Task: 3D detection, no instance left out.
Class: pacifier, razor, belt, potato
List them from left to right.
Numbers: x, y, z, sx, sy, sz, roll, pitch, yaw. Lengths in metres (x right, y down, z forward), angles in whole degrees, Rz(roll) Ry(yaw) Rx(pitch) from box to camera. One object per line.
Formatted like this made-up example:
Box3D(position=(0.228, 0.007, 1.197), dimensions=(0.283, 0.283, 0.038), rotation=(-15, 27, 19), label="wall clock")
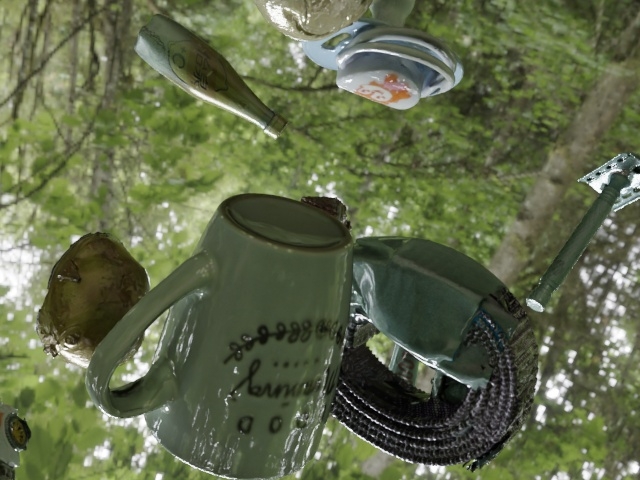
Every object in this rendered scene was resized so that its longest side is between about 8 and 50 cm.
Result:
Box3D(position=(-0.477, 0.149, 1.819), dimensions=(0.196, 0.299, 0.246), rotation=(24, -174, 36), label="potato")
Box3D(position=(0.123, -0.364, 1.418), dimensions=(0.299, 0.233, 0.244), rotation=(15, 162, -29), label="pacifier")
Box3D(position=(0.107, 0.129, 1.001), dimensions=(0.325, 0.260, 0.122), rotation=(30, -152, 25), label="belt")
Box3D(position=(0.327, -0.003, 1.017), dimensions=(0.068, 0.106, 0.232), rotation=(40, -110, -1), label="razor")

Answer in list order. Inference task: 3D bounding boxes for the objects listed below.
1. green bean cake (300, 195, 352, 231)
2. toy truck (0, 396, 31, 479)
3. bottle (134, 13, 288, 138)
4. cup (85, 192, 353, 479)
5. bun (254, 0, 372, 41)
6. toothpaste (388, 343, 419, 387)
Box3D(position=(0.000, 0.000, 1.794), dimensions=(0.097, 0.198, 0.233), rotation=(18, -178, 12), label="green bean cake")
Box3D(position=(-0.336, 0.249, 0.748), dimensions=(0.098, 0.114, 0.227), rotation=(-21, -127, 5), label="toy truck")
Box3D(position=(-0.169, -0.252, 1.288), dimensions=(0.270, 0.083, 0.083), rotation=(37, -154, -3), label="bottle")
Box3D(position=(-0.091, 0.086, 0.774), dimensions=(0.258, 0.234, 0.186), rotation=(-4, -151, -38), label="cup")
Box3D(position=(0.001, -0.330, 0.983), dimensions=(0.173, 0.166, 0.113), rotation=(-10, -170, -40), label="bun")
Box3D(position=(0.143, 0.161, 1.301), dimensions=(0.056, 0.205, 0.036), rotation=(14, -165, 10), label="toothpaste")
